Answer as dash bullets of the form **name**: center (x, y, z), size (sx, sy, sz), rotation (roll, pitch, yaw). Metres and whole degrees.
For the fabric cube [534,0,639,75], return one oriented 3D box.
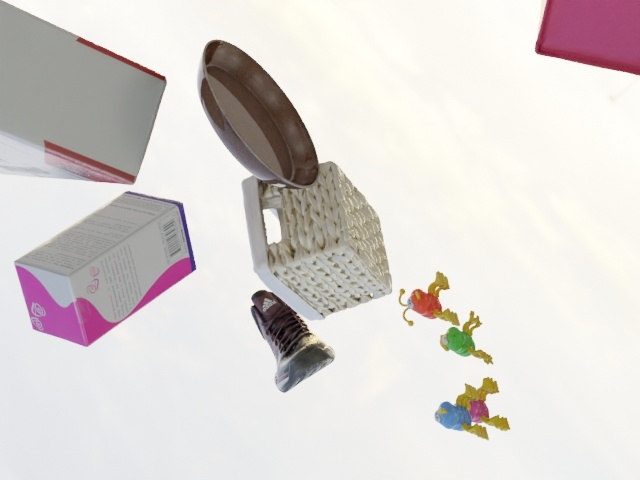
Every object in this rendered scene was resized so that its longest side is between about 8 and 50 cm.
- **fabric cube**: center (0.372, -0.329, 1.409), size (0.254, 0.259, 0.258), rotation (14, -149, 6)

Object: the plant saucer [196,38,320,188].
- **plant saucer**: center (-0.064, -0.114, 1.305), size (0.168, 0.029, 0.168), rotation (46, -156, -27)

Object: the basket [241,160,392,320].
- **basket**: center (0.000, 0.000, 1.421), size (0.167, 0.103, 0.113), rotation (47, -150, -61)

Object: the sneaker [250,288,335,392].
- **sneaker**: center (-0.063, 0.151, 2.212), size (0.162, 0.106, 0.281), rotation (57, 174, 2)

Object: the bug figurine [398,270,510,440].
- **bug figurine**: center (0.210, 0.199, 2.157), size (0.216, 0.072, 0.279), rotation (32, -140, -54)

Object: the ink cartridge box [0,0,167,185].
- **ink cartridge box**: center (-0.311, -0.140, 1.320), size (0.197, 0.114, 0.273), rotation (22, 171, -39)

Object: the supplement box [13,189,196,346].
- **supplement box**: center (-0.286, 0.034, 1.848), size (0.220, 0.114, 0.111), rotation (-38, -51, -43)
